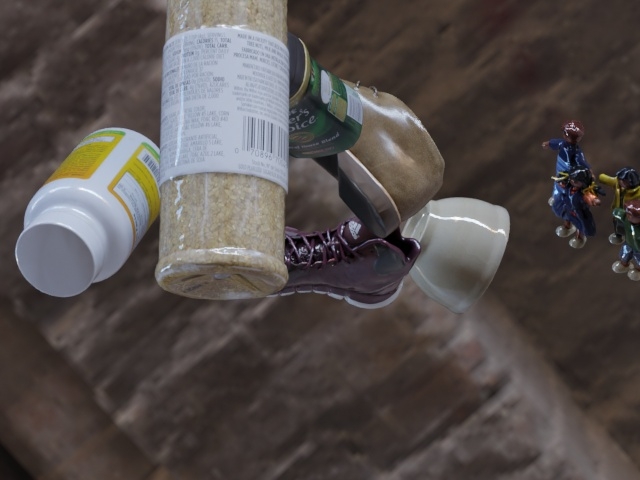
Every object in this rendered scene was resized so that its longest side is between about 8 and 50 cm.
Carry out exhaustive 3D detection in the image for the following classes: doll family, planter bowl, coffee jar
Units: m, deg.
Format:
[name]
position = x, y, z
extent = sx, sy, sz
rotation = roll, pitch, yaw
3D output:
[doll family]
position = 0.293, -0.049, 1.814
extent = 0.076, 0.193, 0.111
rotation = -36, -41, -31
[planter bowl]
position = 0.173, 0.006, 2.375
extent = 0.162, 0.109, 0.162
rotation = -58, 15, 26
[coffee jar]
position = -0.033, -0.149, 1.750
extent = 0.096, 0.079, 0.184
rotation = -8, -21, 24

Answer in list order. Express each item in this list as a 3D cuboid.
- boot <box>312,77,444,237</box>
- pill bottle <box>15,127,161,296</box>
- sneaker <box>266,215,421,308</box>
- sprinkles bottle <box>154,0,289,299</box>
[boot]
position = 0.024, -0.150, 2.022
extent = 0.115, 0.305, 0.112
rotation = -36, -13, -13
[pill bottle]
position = -0.282, -0.032, 2.122
extent = 0.136, 0.136, 0.246
rotation = -37, 13, 28
[sneaker]
position = 0.000, 0.000, 2.219
extent = 0.162, 0.281, 0.106
rotation = 128, 143, -52
[sprinkles bottle]
position = -0.087, -0.129, 1.567
extent = 0.121, 0.121, 0.355
rotation = -28, 57, 59
